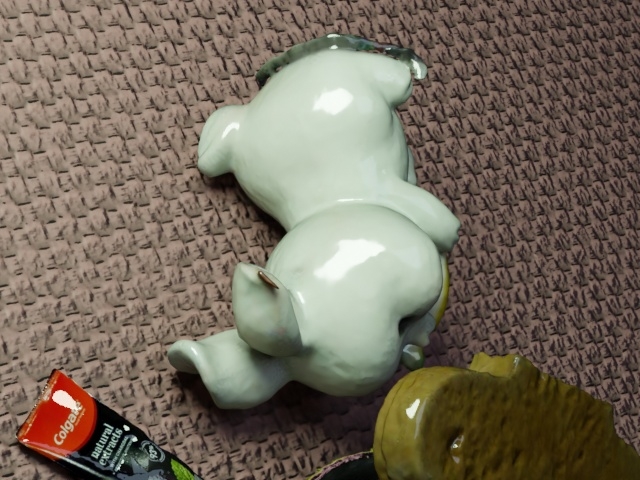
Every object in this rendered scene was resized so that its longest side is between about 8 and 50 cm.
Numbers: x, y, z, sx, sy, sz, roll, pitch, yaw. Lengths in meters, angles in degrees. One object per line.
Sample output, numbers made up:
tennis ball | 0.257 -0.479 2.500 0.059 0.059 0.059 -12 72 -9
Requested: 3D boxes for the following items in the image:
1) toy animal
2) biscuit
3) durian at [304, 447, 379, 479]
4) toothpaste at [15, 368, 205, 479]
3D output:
toy animal | 0.007 0.001 1.459 0.247 0.183 0.310 18 60 -28
biscuit | 0.130 0.290 1.372 0.368 0.076 0.394 22 74 -50
durian | 0.041 0.241 1.419 0.186 0.119 0.108 -27 123 -51
toothpaste | -0.135 0.175 1.324 0.193 0.045 0.071 38 46 -11
